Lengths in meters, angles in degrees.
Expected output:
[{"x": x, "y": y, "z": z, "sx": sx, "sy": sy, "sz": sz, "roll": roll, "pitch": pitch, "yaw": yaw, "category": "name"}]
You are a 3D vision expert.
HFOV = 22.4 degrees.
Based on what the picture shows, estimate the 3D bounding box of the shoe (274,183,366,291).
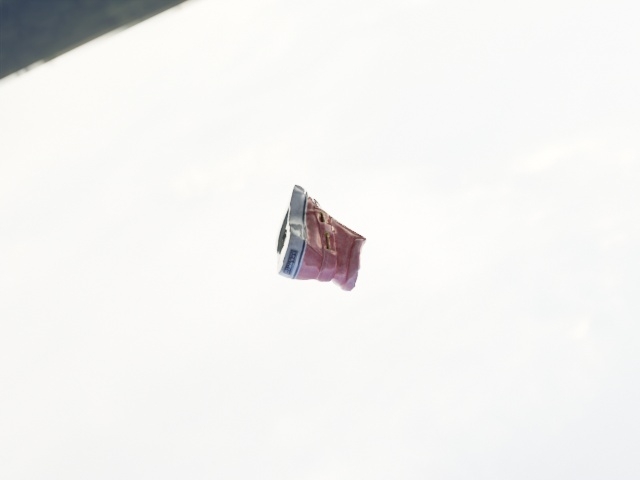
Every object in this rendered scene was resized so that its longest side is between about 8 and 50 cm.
[{"x": 0.000, "y": 0.000, "z": 1.665, "sx": 0.081, "sy": 0.063, "sz": 0.178, "roll": 17, "pitch": -159, "yaw": -8, "category": "shoe"}]
